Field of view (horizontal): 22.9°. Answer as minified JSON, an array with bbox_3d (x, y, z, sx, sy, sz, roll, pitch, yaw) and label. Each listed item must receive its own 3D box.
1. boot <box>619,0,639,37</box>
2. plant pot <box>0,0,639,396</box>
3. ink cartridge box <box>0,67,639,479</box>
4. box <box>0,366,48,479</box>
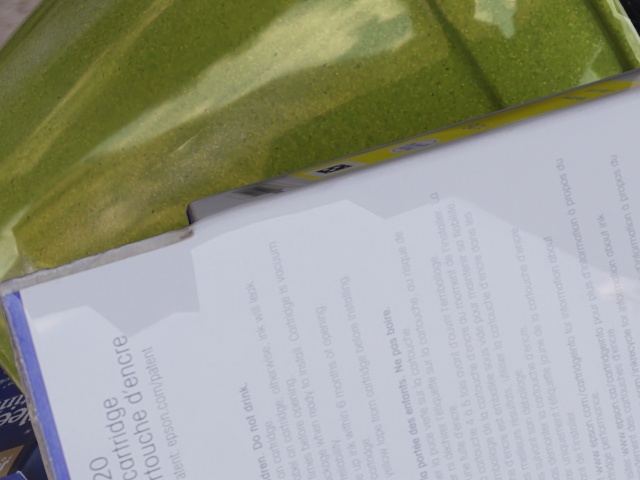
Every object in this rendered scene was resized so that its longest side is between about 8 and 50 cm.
[{"bbox_3d":[0.379,-0.156,1.797,0.094,0.246,0.207,-20,145,-4],"label":"boot"},{"bbox_3d":[-0.033,-0.054,0.907,0.353,0.366,0.366,-33,104,1],"label":"plant pot"},{"bbox_3d":[0.055,0.112,0.612,0.307,0.072,0.303,-16,101,-19],"label":"ink cartridge box"},{"bbox_3d":[-0.219,0.140,1.101,0.136,0.225,0.036,-19,114,28],"label":"box"}]
